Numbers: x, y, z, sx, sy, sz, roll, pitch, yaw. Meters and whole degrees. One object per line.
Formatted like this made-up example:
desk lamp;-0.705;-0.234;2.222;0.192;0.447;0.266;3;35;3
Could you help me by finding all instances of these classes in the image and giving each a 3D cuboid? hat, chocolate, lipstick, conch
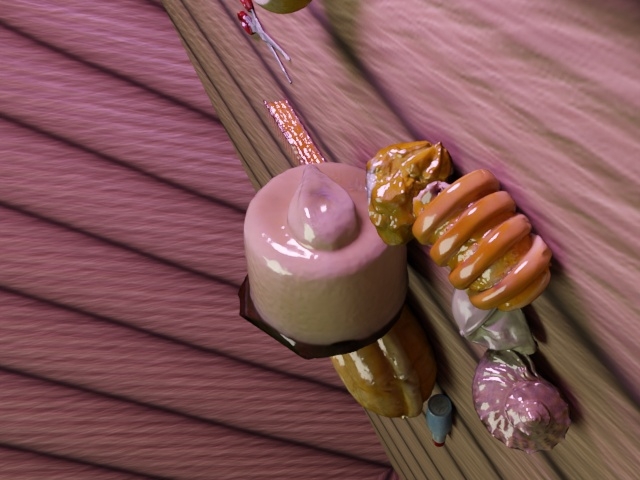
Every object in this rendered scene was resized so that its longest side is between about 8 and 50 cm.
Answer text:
hat;0.224;0.074;0.744;0.122;0.081;0.166;-152;45;-68
chocolate;0.000;0.000;1.002;0.326;0.314;0.297;26;143;38
lipstick;0.307;0.477;1.419;0.068;0.061;0.274;52;166;36
conch;0.289;0.217;0.802;0.207;0.130;0.155;-7;-78;-78

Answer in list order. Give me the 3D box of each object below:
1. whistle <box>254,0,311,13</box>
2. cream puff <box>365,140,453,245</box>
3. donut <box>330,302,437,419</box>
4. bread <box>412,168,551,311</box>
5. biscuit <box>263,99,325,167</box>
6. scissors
whistle;-0.028;-0.385;0.736;0.223;0.123;0.123;-4;116;56
cream puff;0.127;-0.068;0.739;0.146;0.116;0.146;-9;-90;-66
donut;0.115;0.232;1.332;0.449;0.198;0.449;57;168;19
bread;0.183;0.000;0.632;0.177;0.084;0.119;55;127;18
biscuit;-0.022;-0.180;1.316;0.379;0.054;0.094;59;171;15
scissors;-0.129;-0.459;1.216;0.248;0.017;0.144;57;169;19
